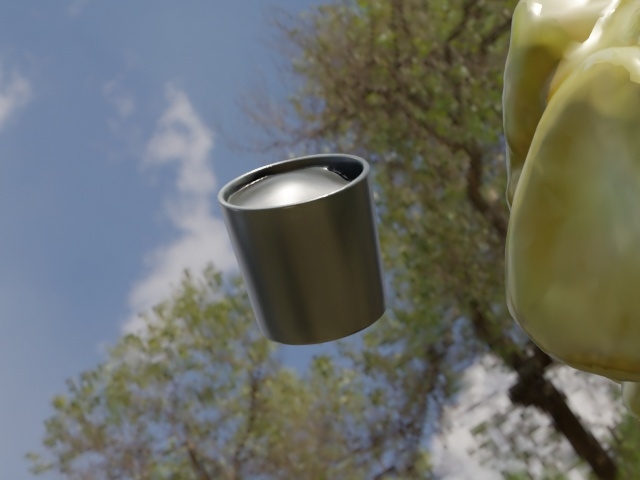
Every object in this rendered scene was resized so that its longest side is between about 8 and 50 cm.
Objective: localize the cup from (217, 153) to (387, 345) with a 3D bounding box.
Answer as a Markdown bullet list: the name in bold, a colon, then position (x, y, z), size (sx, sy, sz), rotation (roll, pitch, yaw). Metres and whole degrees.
- **cup**: position (0.000, 0.000, 0.767), size (0.100, 0.078, 0.077), rotation (-37, -59, -49)

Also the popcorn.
- **popcorn**: position (0.248, -0.032, 0.631), size (0.334, 0.292, 0.294), rotation (-14, -13, 38)
